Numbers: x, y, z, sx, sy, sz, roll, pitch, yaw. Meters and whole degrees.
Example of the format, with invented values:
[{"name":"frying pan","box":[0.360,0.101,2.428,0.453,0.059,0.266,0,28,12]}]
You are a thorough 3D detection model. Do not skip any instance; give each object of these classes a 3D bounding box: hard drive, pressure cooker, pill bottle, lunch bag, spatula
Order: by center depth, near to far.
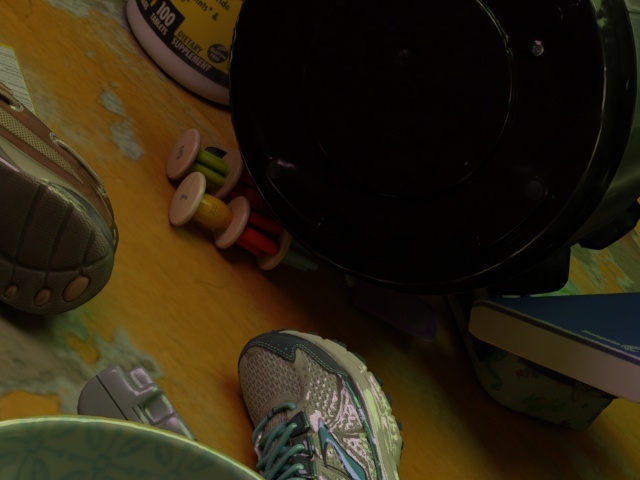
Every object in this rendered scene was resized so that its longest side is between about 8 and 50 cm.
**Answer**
[{"name":"pressure cooker","box":[0.157,-0.146,1.123,0.375,0.370,0.420,40,24,15]},{"name":"hard drive","box":[0.332,0.098,1.172,0.319,0.040,0.210,0,14,-42]},{"name":"spatula","box":[0.000,0.000,1.186,0.296,0.030,0.084,41,25,-5]},{"name":"pill bottle","box":[-0.044,-0.319,1.247,0.188,0.334,0.188,33,28,-20]},{"name":"lunch bag","box":[0.232,0.100,1.305,0.176,0.090,0.219,23,32,-28]}]

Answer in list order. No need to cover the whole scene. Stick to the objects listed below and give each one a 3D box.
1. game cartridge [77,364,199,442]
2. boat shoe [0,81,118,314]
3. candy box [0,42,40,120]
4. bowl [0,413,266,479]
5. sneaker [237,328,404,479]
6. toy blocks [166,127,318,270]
[{"name":"game cartridge","box":[-0.032,0.216,0.677,0.297,0.062,0.198,52,-16,16]},{"name":"boat shoe","box":[-0.277,-0.078,0.829,0.324,0.123,0.116,44,18,-13]},{"name":"candy box","box":[-0.327,-0.143,0.938,0.206,0.027,0.105,15,41,-44]},{"name":"bowl","box":[-0.117,0.235,0.497,0.289,0.156,0.289,13,53,-18]},{"name":"sneaker","box":[0.000,0.177,0.845,0.122,0.110,0.283,0,45,-41]},{"name":"toy blocks","box":[-0.069,-0.031,1.107,0.148,0.054,0.123,28,31,-29]}]
